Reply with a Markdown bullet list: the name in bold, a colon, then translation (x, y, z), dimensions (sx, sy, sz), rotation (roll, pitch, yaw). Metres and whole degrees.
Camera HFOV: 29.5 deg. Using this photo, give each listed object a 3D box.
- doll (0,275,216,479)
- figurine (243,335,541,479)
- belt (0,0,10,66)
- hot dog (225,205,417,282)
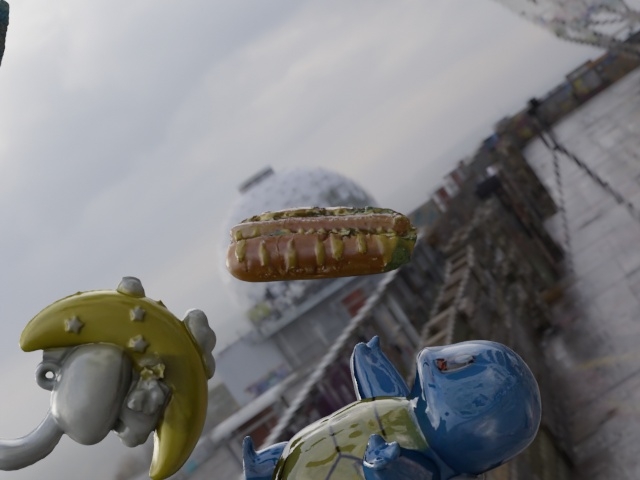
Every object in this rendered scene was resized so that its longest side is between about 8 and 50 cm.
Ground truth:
- **doll**: translation (-0.245, 0.165, 1.414), dimensions (0.111, 0.237, 0.252), rotation (-177, 104, -73)
- **figurine**: translation (0.038, 0.257, 1.260), dimensions (0.416, 0.243, 0.298), rotation (-56, 1, 10)
- **belt**: translation (-0.372, -0.179, 1.116), dimensions (0.302, 0.087, 0.072), rotation (-8, 64, 50)
- **hot dog**: translation (0.000, 0.000, 1.673), dimensions (0.269, 0.072, 0.115), rotation (-6, 38, 9)
